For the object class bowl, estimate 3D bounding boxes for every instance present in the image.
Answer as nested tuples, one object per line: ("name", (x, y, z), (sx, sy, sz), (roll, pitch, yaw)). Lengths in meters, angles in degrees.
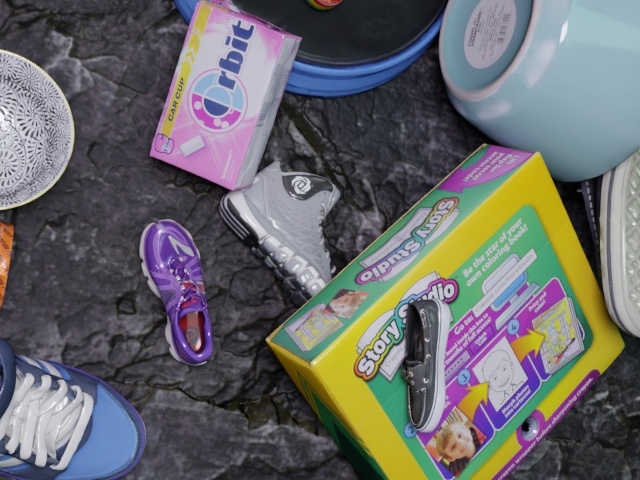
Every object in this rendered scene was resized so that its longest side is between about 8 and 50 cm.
("bowl", (0.000, -0.372, 1.184), (0.391, 0.077, 0.391), (2, 85, -20))
("bowl", (-0.349, -0.107, 1.026), (0.170, 0.080, 0.170), (4, 79, -21))
("bowl", (0.253, -0.234, 1.130), (0.163, 0.311, 0.311), (11, 82, -29))

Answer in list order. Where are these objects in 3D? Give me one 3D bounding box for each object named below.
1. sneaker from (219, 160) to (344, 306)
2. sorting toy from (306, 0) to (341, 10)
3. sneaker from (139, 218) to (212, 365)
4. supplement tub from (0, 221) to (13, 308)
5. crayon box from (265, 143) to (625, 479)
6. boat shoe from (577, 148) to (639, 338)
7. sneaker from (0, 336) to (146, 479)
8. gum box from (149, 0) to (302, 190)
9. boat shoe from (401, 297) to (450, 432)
("sneaker", (0.000, 0.000, 1.152), (0.132, 0.086, 0.228), (-44, 100, -20))
("sorting toy", (-0.008, -0.411, 1.118), (0.132, 0.046, 0.274), (-30, 96, -20))
("sneaker", (-0.150, 0.057, 1.097), (0.068, 0.071, 0.169), (-19, 92, -21))
("supplement tub", (-0.411, 0.015, 0.977), (0.190, 0.117, 0.117), (10, 82, -20))
("crayon box", (0.163, 0.120, 1.147), (0.363, 0.106, 0.313), (-41, 118, -19))
("boat shoe", (0.395, -0.113, 1.234), (0.187, 0.156, 0.500), (12, 69, -23))
("sneaker", (-0.304, 0.165, 0.941), (0.323, 0.236, 0.130), (27, 77, -16))
("gum box", (-0.103, -0.163, 1.076), (0.107, 0.062, 0.188), (23, 104, 12))
("boat shoe", (0.104, 0.130, 1.023), (0.040, 0.049, 0.142), (5, 91, -28))
